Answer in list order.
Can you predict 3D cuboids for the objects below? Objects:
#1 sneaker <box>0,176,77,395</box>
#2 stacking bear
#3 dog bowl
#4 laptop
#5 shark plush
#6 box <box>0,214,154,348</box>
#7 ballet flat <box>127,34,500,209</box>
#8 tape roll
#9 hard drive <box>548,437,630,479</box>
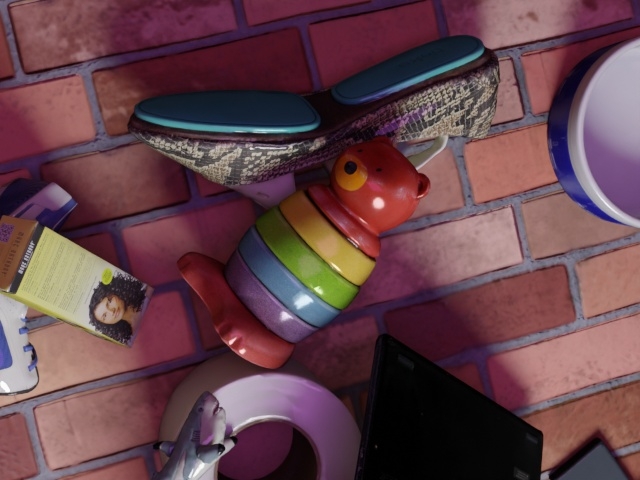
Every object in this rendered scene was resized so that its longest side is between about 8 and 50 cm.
[{"bbox_3d":[-0.398,0.084,1.248,0.315,0.127,0.182,-52,126,-18],"label":"sneaker"},{"bbox_3d":[0.000,0.000,1.230,0.289,0.175,0.164,-45,141,8],"label":"stacking bear"},{"bbox_3d":[0.453,-0.148,1.413,0.265,0.104,0.264,-1,95,-12],"label":"dog bowl"},{"bbox_3d":[0.072,0.381,1.275,0.382,0.236,0.408,35,56,-41],"label":"laptop"},{"bbox_3d":[-0.163,0.250,1.182,0.067,0.073,0.161,46,106,8],"label":"shark plush"},{"bbox_3d":[-0.294,0.053,1.212,0.232,0.058,0.087,38,68,-56],"label":"box"},{"bbox_3d":[0.008,-0.128,1.306,0.483,0.164,0.182,-14,120,-12],"label":"ballet flat"},{"bbox_3d":[-0.079,0.270,1.298,0.246,0.169,0.246,-1,95,-13],"label":"tape roll"},{"bbox_3d":[0.404,0.366,1.485,0.094,0.022,0.135,-37,101,-7],"label":"hard drive"}]
